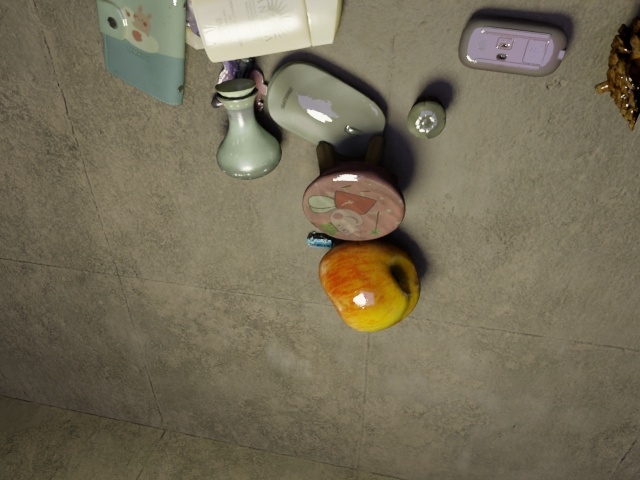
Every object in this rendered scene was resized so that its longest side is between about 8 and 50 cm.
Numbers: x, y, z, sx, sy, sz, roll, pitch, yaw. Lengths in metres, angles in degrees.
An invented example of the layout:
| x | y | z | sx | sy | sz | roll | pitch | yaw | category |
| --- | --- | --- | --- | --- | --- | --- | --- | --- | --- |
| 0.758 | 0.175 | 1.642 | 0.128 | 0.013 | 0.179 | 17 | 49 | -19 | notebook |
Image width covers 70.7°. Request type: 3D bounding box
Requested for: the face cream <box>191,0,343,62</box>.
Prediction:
| x | y | z | sx | sy | sz | roll | pitch | yaw | category |
| --- | --- | --- | --- | --- | --- | --- | --- | --- | --- |
| -0.116 | -0.536 | 1.073 | 0.349 | 0.081 | 0.173 | -7 | 130 | 3 | face cream |

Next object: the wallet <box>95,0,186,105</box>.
| x | y | z | sx | sy | sz | roll | pitch | yaw | category |
| --- | --- | --- | --- | --- | --- | --- | --- | --- | --- |
| -0.461 | -0.543 | 1.158 | 0.252 | 0.083 | 0.360 | 26 | 137 | 5 | wallet |

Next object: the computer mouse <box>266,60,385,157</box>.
| x | y | z | sx | sy | sz | roll | pitch | yaw | category |
| --- | --- | --- | --- | --- | --- | --- | --- | --- | --- |
| 0.010 | -0.341 | 1.204 | 0.331 | 0.095 | 0.197 | 25 | 129 | -3 | computer mouse |

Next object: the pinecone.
| x | y | z | sx | sy | sz | roll | pitch | yaw | category |
| --- | --- | --- | --- | --- | --- | --- | --- | --- | --- |
| 0.714 | -0.366 | 0.924 | 0.243 | 0.243 | 0.257 | 41 | 118 | -13 | pinecone |

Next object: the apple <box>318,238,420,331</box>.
| x | y | z | sx | sy | sz | roll | pitch | yaw | category |
| --- | --- | --- | --- | --- | --- | --- | --- | --- | --- |
| 0.159 | 0.123 | 1.357 | 0.302 | 0.301 | 0.301 | 7 | 124 | 10 | apple |

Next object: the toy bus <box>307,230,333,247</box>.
| x | y | z | sx | sy | sz | roll | pitch | yaw | category |
| --- | --- | --- | --- | --- | --- | --- | --- | --- | --- |
| 0.000 | 0.000 | 1.459 | 0.083 | 0.038 | 0.046 | 3 | 126 | 13 | toy bus |

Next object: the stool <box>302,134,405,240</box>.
| x | y | z | sx | sy | sz | roll | pitch | yaw | category |
| --- | --- | --- | --- | --- | --- | --- | --- | --- | --- |
| 0.094 | -0.141 | 1.225 | 0.272 | 0.178 | 0.272 | 5 | 144 | 4 | stool |

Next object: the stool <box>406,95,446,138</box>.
| x | y | z | sx | sy | sz | roll | pitch | yaw | category |
| --- | --- | --- | --- | --- | --- | --- | --- | --- | --- |
| 0.269 | -0.314 | 1.141 | 0.096 | 0.110 | 0.096 | 7 | 123 | 12 | stool |

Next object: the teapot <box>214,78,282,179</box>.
| x | y | z | sx | sy | sz | roll | pitch | yaw | category |
| --- | --- | --- | --- | --- | --- | --- | --- | --- | --- |
| -0.205 | -0.299 | 1.222 | 0.184 | 0.183 | 0.250 | 4 | 127 | 12 | teapot |

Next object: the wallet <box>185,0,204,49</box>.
| x | y | z | sx | sy | sz | roll | pitch | yaw | category |
| --- | --- | --- | --- | --- | --- | --- | --- | --- | --- |
| -0.274 | -0.634 | 1.096 | 0.275 | 0.068 | 0.335 | -9 | 123 | 21 | wallet |

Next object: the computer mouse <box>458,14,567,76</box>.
| x | y | z | sx | sy | sz | roll | pitch | yaw | category |
| --- | --- | --- | --- | --- | --- | --- | --- | --- | --- |
| 0.439 | -0.448 | 1.042 | 0.232 | 0.057 | 0.120 | 11 | 124 | 11 | computer mouse |

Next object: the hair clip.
| x | y | z | sx | sy | sz | roll | pitch | yaw | category |
| --- | --- | --- | --- | --- | --- | --- | --- | --- | --- |
| -0.215 | -0.428 | 1.235 | 0.146 | 0.056 | 0.187 | 23 | 134 | -2 | hair clip |
